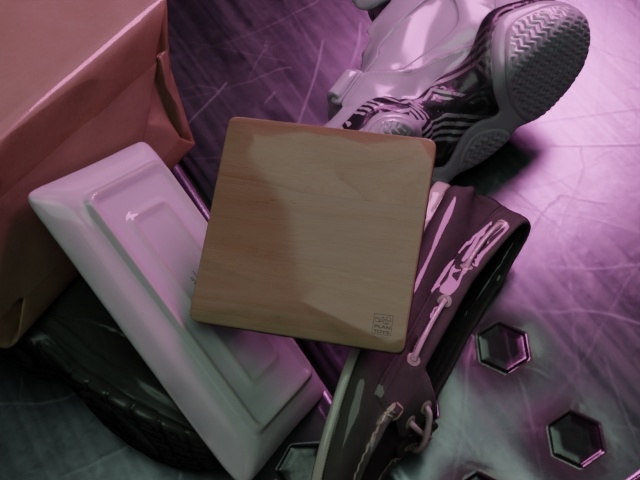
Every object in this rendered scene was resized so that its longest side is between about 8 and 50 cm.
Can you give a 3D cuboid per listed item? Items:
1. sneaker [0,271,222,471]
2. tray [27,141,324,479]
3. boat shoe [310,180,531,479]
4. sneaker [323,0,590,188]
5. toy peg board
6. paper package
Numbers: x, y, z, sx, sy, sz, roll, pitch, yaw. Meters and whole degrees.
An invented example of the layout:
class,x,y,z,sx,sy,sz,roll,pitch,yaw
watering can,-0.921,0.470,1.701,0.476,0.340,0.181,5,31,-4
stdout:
class,x,y,z,sx,sy,sz,roll,pitch,yaw
sneaker,-0.169,0.083,0.741,0.286,0.109,0.130,31,61,17
tray,-0.097,0.044,0.695,0.270,0.030,0.145,54,34,-3
boat shoe,0.088,0.087,0.726,0.095,0.112,0.335,17,58,16
sneaker,0.063,-0.149,0.859,0.366,0.137,0.210,-34,54,-10
toy peg board,0.000,0.000,0.684,0.161,0.079,0.161,8,79,11
paper package,-0.327,-0.102,0.764,0.324,0.168,0.309,15,48,21
